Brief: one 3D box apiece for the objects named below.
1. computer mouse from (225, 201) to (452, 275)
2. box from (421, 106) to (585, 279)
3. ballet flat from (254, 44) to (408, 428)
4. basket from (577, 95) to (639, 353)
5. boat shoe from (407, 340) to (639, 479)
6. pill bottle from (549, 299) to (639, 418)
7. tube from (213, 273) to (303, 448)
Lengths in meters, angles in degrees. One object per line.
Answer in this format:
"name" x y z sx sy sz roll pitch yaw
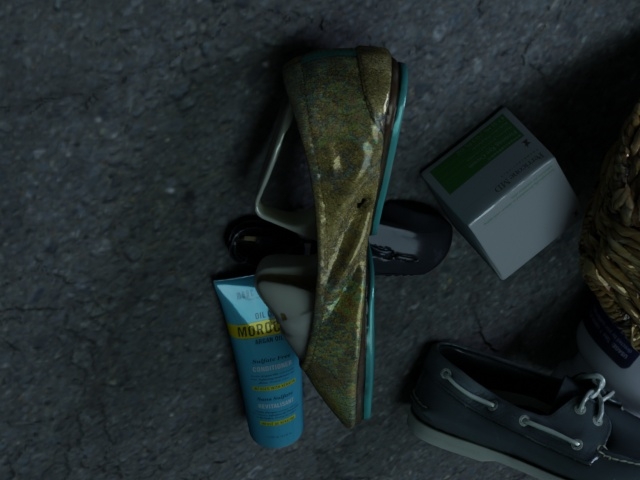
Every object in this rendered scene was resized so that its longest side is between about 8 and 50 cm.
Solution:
"computer mouse" 0.024 0.005 1.378 0.242 0.041 0.071 -3 129 -33
"box" 0.166 -0.042 1.399 0.101 0.087 0.102 -39 140 1
"ballet flat" 0.000 0.000 1.285 0.123 0.123 0.348 -12 123 -27
"basket" 0.364 -0.033 1.424 0.299 0.213 0.223 -50 163 -27
"boat shoe" 0.244 0.178 1.531 0.116 0.319 0.099 -40 141 -64
"pill bottle" 0.363 0.091 1.614 0.153 0.153 0.265 20 114 -45
"tube" -0.048 0.103 1.415 0.080 0.052 0.207 -14 132 -10
